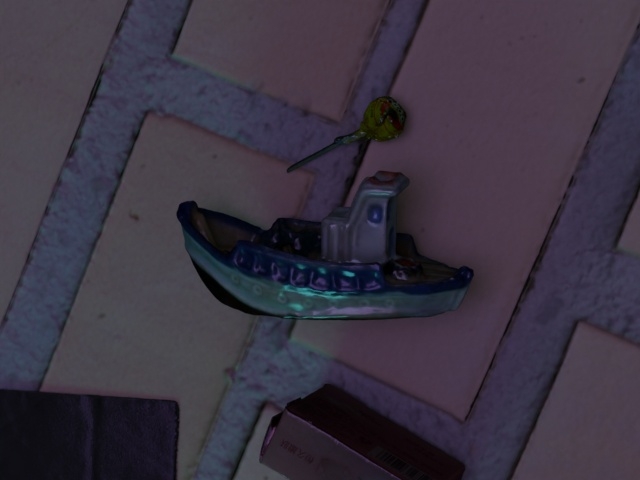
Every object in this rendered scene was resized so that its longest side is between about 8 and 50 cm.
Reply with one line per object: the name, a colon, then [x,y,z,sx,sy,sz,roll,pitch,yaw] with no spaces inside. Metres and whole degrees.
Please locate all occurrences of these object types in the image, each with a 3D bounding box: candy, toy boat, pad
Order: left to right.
pad: [-0.222,0.199,1.420,0.193,0.004,0.116,2,91,16]
toy boat: [0.000,0.000,1.291,0.262,0.114,0.115,1,104,20]
candy: [0.020,-0.088,1.335,0.123,0.035,0.035,-25,52,24]

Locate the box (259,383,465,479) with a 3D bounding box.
box: [0.036,0.186,1.289,0.156,0.111,0.060,31,107,15]
